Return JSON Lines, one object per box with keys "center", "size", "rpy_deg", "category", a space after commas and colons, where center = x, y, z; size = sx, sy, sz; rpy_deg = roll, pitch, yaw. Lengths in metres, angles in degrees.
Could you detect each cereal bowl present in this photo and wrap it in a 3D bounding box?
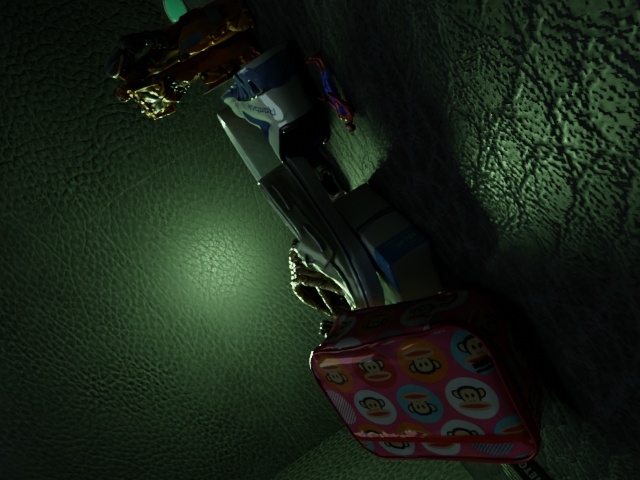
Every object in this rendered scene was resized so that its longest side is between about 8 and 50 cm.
{"center": [-0.122, -0.221, 1.171], "size": [0.338, 0.141, 0.339], "rpy_deg": [56, 174, 8], "category": "cereal bowl"}

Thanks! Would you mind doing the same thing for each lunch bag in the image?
{"center": [0.153, 0.216, 0.638], "size": [0.258, 0.293, 0.120], "rpy_deg": [60, -141, -12], "category": "lunch bag"}

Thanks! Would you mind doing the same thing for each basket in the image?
{"center": [0.039, 0.127, 1.135], "size": [0.299, 0.214, 0.222], "rpy_deg": [67, -172, -64], "category": "basket"}

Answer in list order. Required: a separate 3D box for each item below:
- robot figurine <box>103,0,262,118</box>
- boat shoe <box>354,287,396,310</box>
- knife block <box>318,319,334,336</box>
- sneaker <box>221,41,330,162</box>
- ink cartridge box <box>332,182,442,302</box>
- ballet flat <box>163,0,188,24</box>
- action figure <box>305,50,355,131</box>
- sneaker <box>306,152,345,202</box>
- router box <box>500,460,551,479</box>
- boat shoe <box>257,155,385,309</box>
{"center": [-0.258, -0.340, 0.846], "size": [0.085, 0.291, 0.211], "rpy_deg": [56, 176, 11], "category": "robot figurine"}
{"center": [0.102, 0.174, 0.848], "size": [0.136, 0.157, 0.366], "rpy_deg": [119, 144, -65], "category": "boat shoe"}
{"center": [0.144, 0.323, 1.515], "size": [0.275, 0.242, 0.088], "rpy_deg": [57, 176, -6], "category": "knife block"}
{"center": [-0.083, -0.229, 0.830], "size": [0.182, 0.128, 0.315], "rpy_deg": [60, 173, -14], "category": "sneaker"}
{"center": [0.111, 0.010, 0.759], "size": [0.190, 0.082, 0.139], "rpy_deg": [53, 173, 45], "category": "ink cartridge box"}
{"center": [-0.482, -0.769, 1.524], "size": [0.068, 0.072, 0.213], "rpy_deg": [58, 178, 35], "category": "ballet flat"}
{"center": [0.017, -0.203, 0.618], "size": [0.115, 0.030, 0.038], "rpy_deg": [56, 170, -15], "category": "action figure"}
{"center": [-0.005, -0.160, 0.994], "size": [0.188, 0.066, 0.071], "rpy_deg": [51, 158, 4], "category": "sneaker"}
{"center": [0.451, 0.516, 0.947], "size": [0.133, 0.046, 0.179], "rpy_deg": [59, 174, -24], "category": "router box"}
{"center": [0.000, 0.000, 0.752], "size": [0.302, 0.094, 0.109], "rpy_deg": [58, 171, 10], "category": "boat shoe"}
